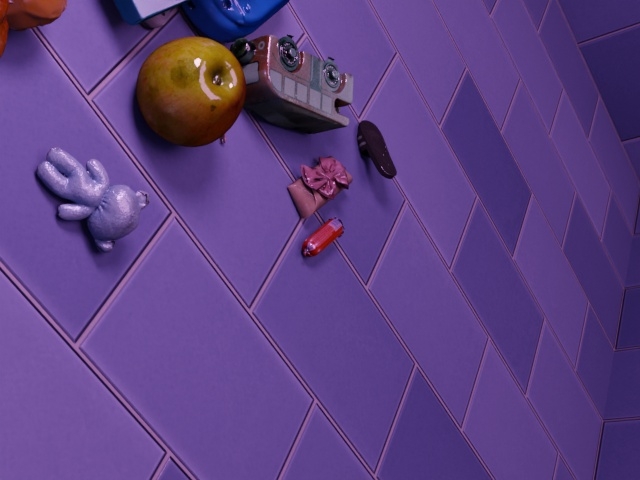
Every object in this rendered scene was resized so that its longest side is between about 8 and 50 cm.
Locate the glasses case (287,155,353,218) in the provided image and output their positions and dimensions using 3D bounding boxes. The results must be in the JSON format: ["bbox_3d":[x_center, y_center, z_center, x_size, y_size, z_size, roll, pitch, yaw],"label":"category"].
[{"bbox_3d":[0.008,-0.135,1.937,0.193,0.070,0.103,-41,110,-52],"label":"glasses case"}]

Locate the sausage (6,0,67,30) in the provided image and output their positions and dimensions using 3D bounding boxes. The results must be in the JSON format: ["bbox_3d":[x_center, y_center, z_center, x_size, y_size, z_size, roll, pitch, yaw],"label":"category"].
[{"bbox_3d":[-0.474,-0.430,1.334,0.241,0.120,0.136,62,23,-18],"label":"sausage"}]

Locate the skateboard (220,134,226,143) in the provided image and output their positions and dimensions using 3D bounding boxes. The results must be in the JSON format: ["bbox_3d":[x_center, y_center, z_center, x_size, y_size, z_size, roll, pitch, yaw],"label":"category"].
[{"bbox_3d":[-0.210,-0.208,1.702,0.083,0.032,0.064,-33,115,-56],"label":"skateboard"}]

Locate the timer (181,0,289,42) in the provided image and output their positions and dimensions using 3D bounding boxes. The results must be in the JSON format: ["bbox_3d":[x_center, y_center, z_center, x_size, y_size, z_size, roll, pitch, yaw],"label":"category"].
[{"bbox_3d":[-0.187,-0.577,1.787,0.309,0.115,0.340,58,40,-19],"label":"timer"}]

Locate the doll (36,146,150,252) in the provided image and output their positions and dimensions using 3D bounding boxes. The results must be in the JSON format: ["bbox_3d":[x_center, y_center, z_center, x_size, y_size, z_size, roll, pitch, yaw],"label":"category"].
[{"bbox_3d":[-0.366,-0.071,1.418,0.179,0.075,0.120,39,86,-15],"label":"doll"}]

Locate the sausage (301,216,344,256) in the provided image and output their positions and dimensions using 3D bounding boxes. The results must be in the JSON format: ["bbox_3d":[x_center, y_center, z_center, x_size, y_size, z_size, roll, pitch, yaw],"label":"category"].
[{"bbox_3d":[0.000,0.000,1.906,0.145,0.048,0.050,-42,151,-51],"label":"sausage"}]

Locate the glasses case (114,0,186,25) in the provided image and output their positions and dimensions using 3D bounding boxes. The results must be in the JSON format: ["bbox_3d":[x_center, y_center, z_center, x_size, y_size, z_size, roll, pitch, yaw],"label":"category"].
[{"bbox_3d":[-0.238,-0.489,1.598,0.301,0.070,0.117,-33,104,-31],"label":"glasses case"}]

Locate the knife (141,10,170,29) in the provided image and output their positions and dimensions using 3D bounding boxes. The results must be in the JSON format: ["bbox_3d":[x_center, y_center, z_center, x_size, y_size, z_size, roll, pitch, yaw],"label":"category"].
[{"bbox_3d":[-0.366,-0.475,1.569,0.265,0.040,0.073,41,43,-38],"label":"knife"}]

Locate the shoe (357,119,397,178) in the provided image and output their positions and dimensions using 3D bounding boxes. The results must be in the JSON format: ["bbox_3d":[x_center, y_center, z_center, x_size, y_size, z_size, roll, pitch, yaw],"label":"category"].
[{"bbox_3d":[0.124,-0.210,2.138,0.071,0.049,0.179,9,49,-41],"label":"shoe"}]

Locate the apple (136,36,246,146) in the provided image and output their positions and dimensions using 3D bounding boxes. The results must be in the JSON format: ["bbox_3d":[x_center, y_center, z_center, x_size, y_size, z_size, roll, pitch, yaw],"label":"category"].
[{"bbox_3d":[-0.222,-0.264,1.567,0.196,0.195,0.196,23,61,-49],"label":"apple"}]

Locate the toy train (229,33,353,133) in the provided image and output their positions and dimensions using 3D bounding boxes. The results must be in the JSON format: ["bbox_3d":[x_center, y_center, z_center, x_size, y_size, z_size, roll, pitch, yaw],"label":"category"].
[{"bbox_3d":[-0.064,-0.323,1.858,0.326,0.129,0.160,14,73,-52],"label":"toy train"}]

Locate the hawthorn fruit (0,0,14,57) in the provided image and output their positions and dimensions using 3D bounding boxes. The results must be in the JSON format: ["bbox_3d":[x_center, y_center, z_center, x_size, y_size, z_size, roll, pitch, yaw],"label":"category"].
[{"bbox_3d":[-0.531,-0.329,1.198,0.225,0.196,0.197,4,74,-25],"label":"hawthorn fruit"}]
